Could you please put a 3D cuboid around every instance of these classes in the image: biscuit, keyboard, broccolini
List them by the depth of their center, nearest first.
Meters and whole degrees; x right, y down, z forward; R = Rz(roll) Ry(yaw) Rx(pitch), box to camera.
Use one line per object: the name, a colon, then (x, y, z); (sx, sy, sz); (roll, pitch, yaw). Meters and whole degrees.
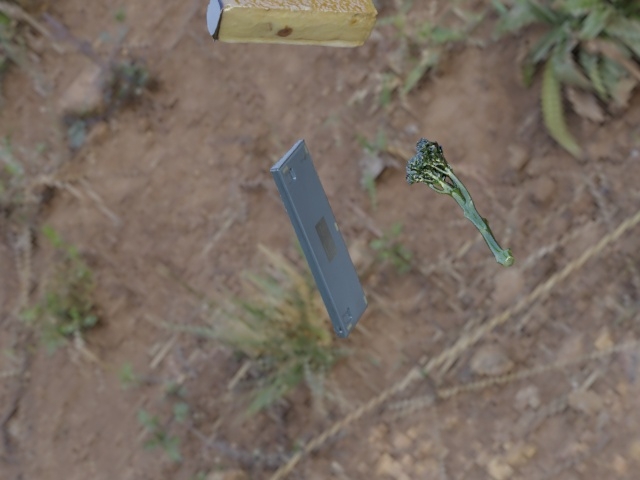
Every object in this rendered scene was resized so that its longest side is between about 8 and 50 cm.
keyboard: (0.001, 0.000, 1.240); (0.014, 0.176, 0.055); (-4, 30, 34)
broccolini: (0.159, -0.038, 1.510); (0.054, 0.194, 0.052); (-51, -36, 16)
biscuit: (-0.031, -0.245, 1.551); (0.052, 0.188, 0.056); (-115, 32, -44)
